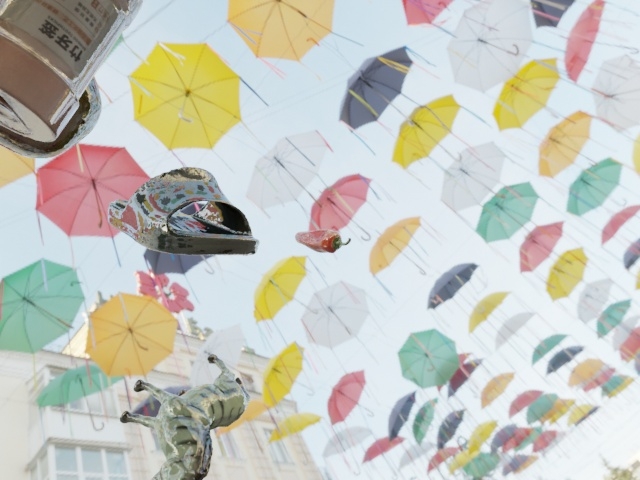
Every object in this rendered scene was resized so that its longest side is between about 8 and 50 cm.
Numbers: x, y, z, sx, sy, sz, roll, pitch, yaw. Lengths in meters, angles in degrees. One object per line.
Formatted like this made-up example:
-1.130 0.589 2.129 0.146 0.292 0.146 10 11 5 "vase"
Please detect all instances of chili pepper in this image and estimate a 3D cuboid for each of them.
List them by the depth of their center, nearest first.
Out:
-0.001 0.001 1.103 0.059 0.191 0.050 -27 -70 -32 "chili pepper"

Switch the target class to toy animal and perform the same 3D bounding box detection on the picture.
-0.157 0.227 0.647 0.217 0.176 0.073 -12 -65 -56 "toy animal"

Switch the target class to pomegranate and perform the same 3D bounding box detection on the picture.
-0.416 -0.197 0.713 0.180 0.179 0.210 19 -23 -40 "pomegranate"

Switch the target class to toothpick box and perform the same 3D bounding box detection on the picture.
-0.225 -0.169 0.413 0.098 0.098 0.148 43 -117 -45 "toothpick box"

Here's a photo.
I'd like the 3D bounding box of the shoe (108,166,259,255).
-0.169 -0.042 0.587 0.108 0.241 0.093 4 -82 -46 "shoe"
